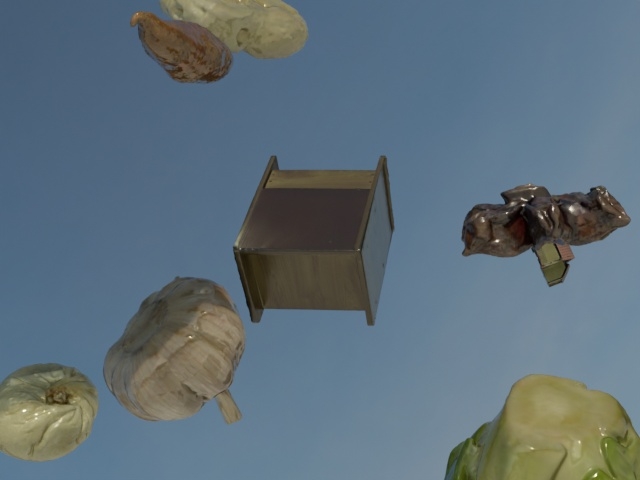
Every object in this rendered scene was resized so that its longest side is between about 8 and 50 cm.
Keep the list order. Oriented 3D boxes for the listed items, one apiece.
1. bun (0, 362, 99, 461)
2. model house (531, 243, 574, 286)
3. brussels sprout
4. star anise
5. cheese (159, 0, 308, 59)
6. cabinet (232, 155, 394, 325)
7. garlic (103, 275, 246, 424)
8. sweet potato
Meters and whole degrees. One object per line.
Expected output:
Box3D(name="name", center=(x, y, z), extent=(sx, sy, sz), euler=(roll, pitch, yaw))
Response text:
Box3D(name="bun", center=(-0.454, 0.276, 1.704), extent=(0.188, 0.164, 0.111), euler=(2, -38, -25))
Box3D(name="model house", center=(0.382, 0.026, 1.695), extent=(0.058, 0.083, 0.057), euler=(-23, -17, 8))
Box3D(name="brussels sprout", center=(0.242, 0.325, 1.174), extent=(0.247, 0.328, 0.328), euler=(9, -41, -2))
Box3D(name="star anise", center=(0.297, -0.032, 1.452), extent=(0.220, 0.099, 0.214), euler=(-10, -1, -2))
Box3D(name="cheese", center=(-0.140, -0.387, 1.799), extent=(0.263, 0.159, 0.093), euler=(-1, -52, -47))
Box3D(name="cabinet", center=(0.000, 0.000, 1.455), extent=(0.174, 0.215, 0.148), euler=(1, -50, 14))
Box3D(name="garlic", center=(-0.170, 0.173, 1.436), extent=(0.218, 0.218, 0.212), euler=(-41, -61, 2))
Box3D(name="sweet potato", center=(-0.130, -0.178, 0.969), extent=(0.206, 0.068, 0.060), euler=(9, -87, -78))
